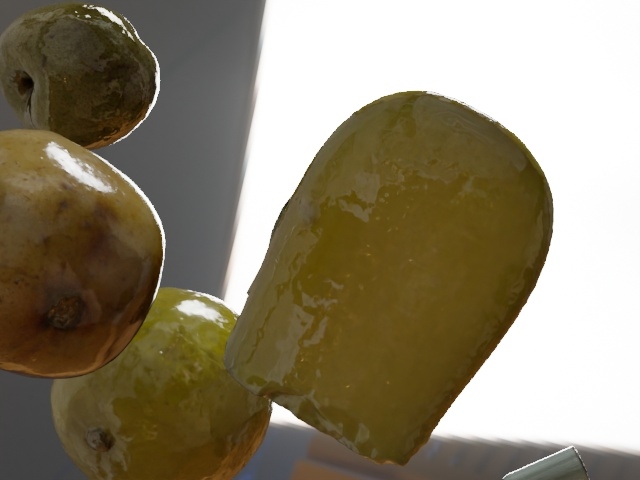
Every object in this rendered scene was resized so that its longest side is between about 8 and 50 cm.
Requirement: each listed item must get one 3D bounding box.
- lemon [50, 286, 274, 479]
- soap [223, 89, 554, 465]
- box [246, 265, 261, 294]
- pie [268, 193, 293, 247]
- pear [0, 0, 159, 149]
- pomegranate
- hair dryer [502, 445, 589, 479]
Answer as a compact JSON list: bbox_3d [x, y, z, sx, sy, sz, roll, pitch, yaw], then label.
[{"bbox_3d":[-0.237,0.233,2.306,0.348,0.348,0.348,14,-90,-71],"label":"lemon"},{"bbox_3d":[0.088,0.033,1.828,0.427,0.306,0.115,-59,-13,12],"label":"soap"},{"bbox_3d":[0.001,0.000,2.308,0.233,0.067,0.149,-39,18,38],"label":"box"},{"bbox_3d":[-0.003,-0.036,2.001,0.187,0.041,0.187,-45,23,25],"label":"pie"},{"bbox_3d":[-0.343,-0.242,2.218,0.211,0.228,0.188,-23,-12,-33],"label":"pear"},{"bbox_3d":[-0.280,0.012,1.511,0.260,0.260,0.260,14,-90,-71],"label":"pomegranate"},{"bbox_3d":[0.397,0.463,2.475,0.073,0.131,0.236,73,174,-70],"label":"hair dryer"}]
